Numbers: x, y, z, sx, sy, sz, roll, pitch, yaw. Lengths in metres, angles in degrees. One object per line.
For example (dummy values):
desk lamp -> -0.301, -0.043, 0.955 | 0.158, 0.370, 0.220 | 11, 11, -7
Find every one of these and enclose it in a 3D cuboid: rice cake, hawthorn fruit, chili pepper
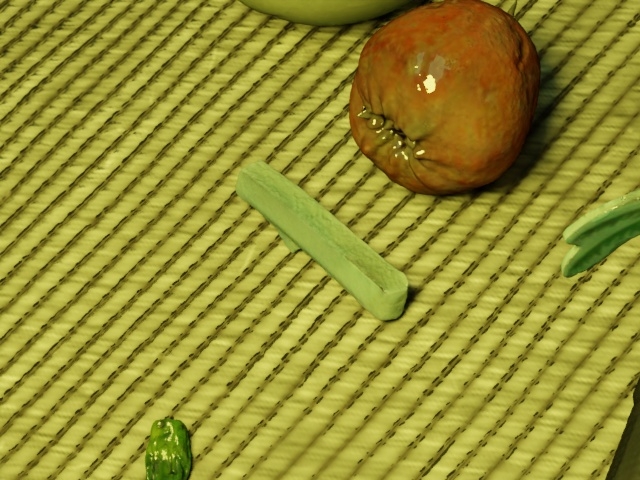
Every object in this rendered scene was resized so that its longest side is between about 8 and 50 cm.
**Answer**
rice cake -> 0.000, 0.000, 1.419 | 0.030, 0.042, 0.180 | -23, 49, -35
hawthorn fruit -> 0.110, -0.118, 1.400 | 0.189, 0.149, 0.149 | -37, 55, -8
chili pepper -> -0.114, 0.166, 1.340 | 0.030, 0.034, 0.091 | -17, 46, 45

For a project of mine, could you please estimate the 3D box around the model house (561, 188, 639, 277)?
model house -> 0.334, 0.076, 1.087 | 0.340, 0.323, 0.300 | -12, 54, 1

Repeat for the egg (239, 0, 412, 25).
egg -> 0.026, -0.272, 1.503 | 0.253, 0.186, 0.186 | -29, 54, -11

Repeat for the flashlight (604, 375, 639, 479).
flashlight -> 0.209, 0.176, 1.217 | 0.093, 0.093, 0.232 | 12, 55, 22
